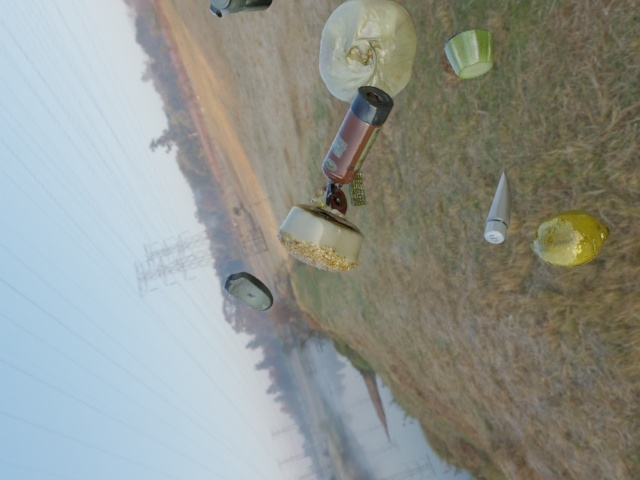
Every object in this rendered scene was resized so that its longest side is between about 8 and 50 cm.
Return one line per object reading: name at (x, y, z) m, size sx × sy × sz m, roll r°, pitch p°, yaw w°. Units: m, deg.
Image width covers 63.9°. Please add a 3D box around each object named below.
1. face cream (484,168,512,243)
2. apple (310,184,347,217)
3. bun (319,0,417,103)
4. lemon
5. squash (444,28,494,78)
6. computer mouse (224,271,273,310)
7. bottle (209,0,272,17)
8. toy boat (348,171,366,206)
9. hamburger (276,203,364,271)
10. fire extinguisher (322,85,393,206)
face cream at (0.732, -0.131, 2.071) m, size 0.143 × 0.089 × 0.314 m, roll 54°, pitch -129°, yaw -39°
apple at (0.031, -0.151, 2.191) m, size 0.158 × 0.147 × 0.156 m, roll -24°, pitch 113°, yaw 43°
bun at (0.162, -0.627, 1.738) m, size 0.213 × 0.361 × 0.361 m, roll -86°, pitch -15°, yaw -57°
lemon at (0.878, -0.007, 1.815) m, size 0.204 × 0.260 × 0.204 m, roll 23°, pitch -120°, yaw -47°
squash at (0.520, -0.638, 1.765) m, size 0.170 × 0.170 × 0.123 m, roll 106°, pitch 155°, yaw -78°
computer mouse at (-0.275, 0.188, 1.962) m, size 0.229 × 0.113 × 0.068 m, roll 43°, pitch -165°, yaw -30°
bottle at (-0.198, -0.599, 1.270) m, size 0.079 × 0.096 × 0.253 m, roll 40°, pitch -150°, yaw -4°
toy boat at (0.125, -0.175, 1.759) m, size 0.016 × 0.063 × 0.115 m, roll 0°, pitch 101°, yaw 53°
hamburger at (0.000, 0.000, 1.644) m, size 0.294 × 0.276 × 0.179 m, roll -66°, pitch -1°, yaw -82°
fire extinguisher at (0.096, -0.294, 1.565) m, size 0.200 × 0.113 × 0.376 m, roll -68°, pitch 5°, yaw -50°
